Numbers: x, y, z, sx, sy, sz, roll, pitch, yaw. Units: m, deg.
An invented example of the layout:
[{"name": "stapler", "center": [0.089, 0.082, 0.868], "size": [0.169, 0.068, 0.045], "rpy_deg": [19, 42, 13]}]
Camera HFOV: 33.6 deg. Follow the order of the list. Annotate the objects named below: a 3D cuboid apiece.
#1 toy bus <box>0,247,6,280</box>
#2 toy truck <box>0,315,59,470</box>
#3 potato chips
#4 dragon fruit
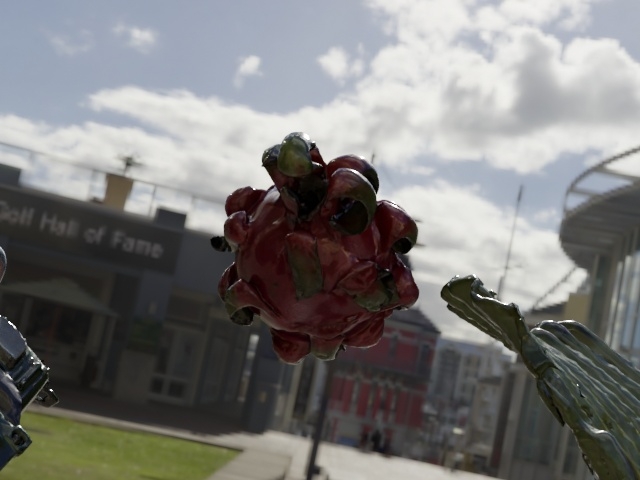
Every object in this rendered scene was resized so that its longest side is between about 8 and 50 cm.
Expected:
[{"name": "toy bus", "center": [-0.449, 0.004, 0.947], "size": [0.197, 0.232, 0.294], "rpy_deg": [33, -25, 21]}, {"name": "toy truck", "center": [-0.217, 0.114, 0.457], "size": [0.121, 0.259, 0.088], "rpy_deg": [-34, -79, 33]}, {"name": "potato chips", "center": [0.278, 0.189, 1.034], "size": [0.373, 0.097, 0.389], "rpy_deg": [25, 27, -46]}, {"name": "dragon fruit", "center": [0.004, -0.001, 1.072], "size": [0.218, 0.273, 0.198], "rpy_deg": [41, 42, 16]}]
